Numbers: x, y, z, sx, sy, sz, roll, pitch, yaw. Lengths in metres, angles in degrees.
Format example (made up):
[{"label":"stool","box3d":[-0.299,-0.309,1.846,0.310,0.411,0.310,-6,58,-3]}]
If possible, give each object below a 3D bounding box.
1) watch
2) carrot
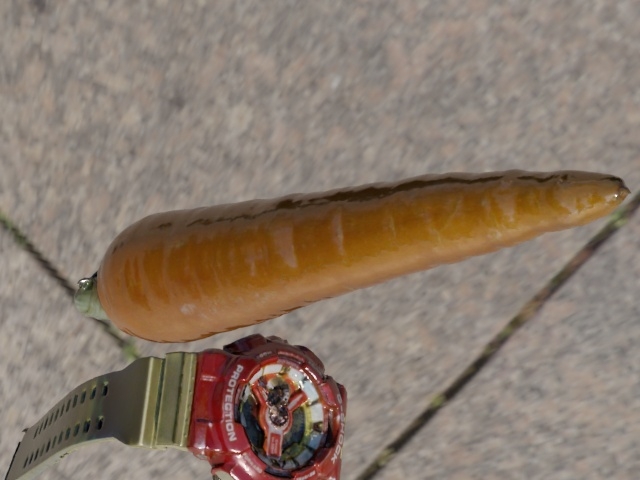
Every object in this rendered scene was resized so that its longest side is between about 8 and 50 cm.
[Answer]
[{"label":"watch","box3d":[-0.092,0.134,1.211,0.165,0.268,0.102,15,68,-23]},{"label":"carrot","box3d":[0.000,0.000,0.887,0.069,0.336,0.069,20,64,-47]}]
